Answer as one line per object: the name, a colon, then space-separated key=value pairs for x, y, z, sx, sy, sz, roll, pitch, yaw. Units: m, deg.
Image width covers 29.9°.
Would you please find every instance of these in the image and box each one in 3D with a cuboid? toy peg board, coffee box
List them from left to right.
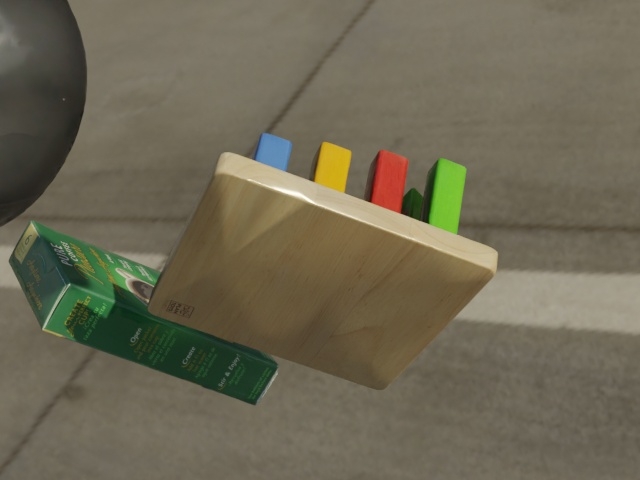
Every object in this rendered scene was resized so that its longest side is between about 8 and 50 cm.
coffee box: x=-0.129 y=0.053 z=0.872 sx=0.040 sy=0.184 sz=0.113 roll=-58 pitch=36 yaw=9
toy peg board: x=0.000 y=0.000 z=0.708 sx=0.160 sy=0.161 sz=0.079 roll=20 pitch=53 yaw=-11

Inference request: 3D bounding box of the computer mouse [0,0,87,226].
computer mouse: x=-0.216 y=-0.034 z=0.447 sx=0.272 sy=0.188 sz=0.072 roll=-17 pitch=0 yaw=19
